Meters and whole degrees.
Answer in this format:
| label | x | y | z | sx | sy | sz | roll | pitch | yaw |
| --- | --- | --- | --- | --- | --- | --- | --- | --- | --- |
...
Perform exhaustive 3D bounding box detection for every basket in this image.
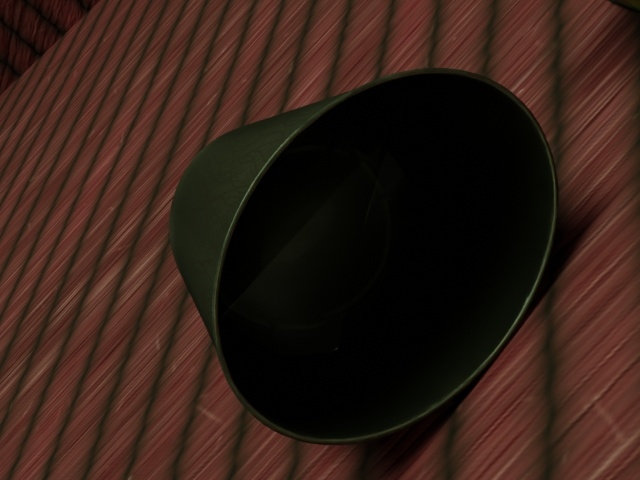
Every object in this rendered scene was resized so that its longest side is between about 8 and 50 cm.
| label | x | y | z | sx | sy | sz | roll | pitch | yaw |
| --- | --- | --- | --- | --- | --- | --- | --- | --- | --- |
| basket | 0.000 | 0.000 | 0.884 | 0.204 | 0.154 | 0.227 | -50 | 16 | -9 |

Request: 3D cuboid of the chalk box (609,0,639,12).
| label | x | y | z | sx | sy | sz | roll | pitch | yaw |
| --- | --- | --- | --- | --- | --- | --- | --- | --- | --- |
| chalk box | 0.186 | -0.212 | 0.907 | 0.213 | 0.132 | 0.132 | -48 | 21 | 5 |
